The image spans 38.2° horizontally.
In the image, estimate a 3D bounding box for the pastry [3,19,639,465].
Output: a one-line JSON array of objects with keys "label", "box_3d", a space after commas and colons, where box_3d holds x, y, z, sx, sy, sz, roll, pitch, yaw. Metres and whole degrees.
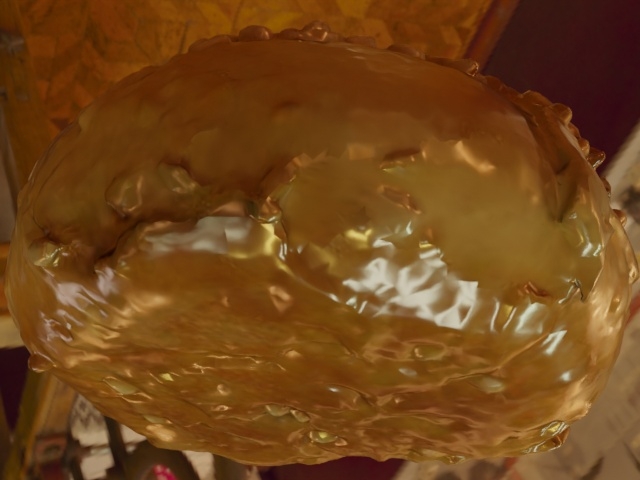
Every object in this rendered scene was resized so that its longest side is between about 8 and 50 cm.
[{"label": "pastry", "box_3d": [0.000, 0.000, 0.480, 0.315, 0.184, 0.284, -11, 144, 29]}]
